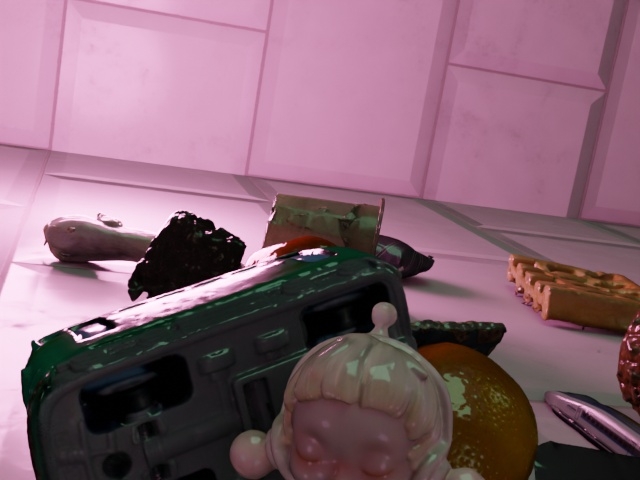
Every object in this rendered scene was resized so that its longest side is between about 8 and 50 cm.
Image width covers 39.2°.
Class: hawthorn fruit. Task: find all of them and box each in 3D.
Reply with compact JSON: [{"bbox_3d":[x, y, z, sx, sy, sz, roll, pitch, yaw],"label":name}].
[{"bbox_3d":[-0.036,0.079,1.364,0.189,0.189,0.189,9,11,-2],"label":"hawthorn fruit"}]

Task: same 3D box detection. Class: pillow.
[{"bbox_3d":[0.081,0.157,1.062,0.255,0.189,0.034,2,44,-25],"label":"pillow"},{"bbox_3d":[0.080,0.022,1.946,0.335,0.092,0.161,12,7,8],"label":"pillow"}]

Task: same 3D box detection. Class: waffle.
[{"bbox_3d":[0.575,0.119,1.921,0.304,0.077,0.348,9,11,-6],"label":"waffle"}]

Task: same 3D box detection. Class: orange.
[{"bbox_3d":[0.139,0.196,0.943,0.179,0.158,0.237,28,13,9],"label":"orange"}]

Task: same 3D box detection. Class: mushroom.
[{"bbox_3d":[-0.371,0.010,1.642,0.278,0.096,0.099,9,41,1],"label":"mushroom"}]

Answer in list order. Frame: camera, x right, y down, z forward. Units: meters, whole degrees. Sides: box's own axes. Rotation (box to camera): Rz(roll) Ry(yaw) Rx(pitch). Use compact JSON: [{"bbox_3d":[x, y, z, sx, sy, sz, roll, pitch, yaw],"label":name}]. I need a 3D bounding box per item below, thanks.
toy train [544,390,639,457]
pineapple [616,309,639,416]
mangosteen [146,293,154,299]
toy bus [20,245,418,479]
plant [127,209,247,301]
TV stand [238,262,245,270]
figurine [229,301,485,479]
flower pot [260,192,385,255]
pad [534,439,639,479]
[{"bbox_3d":[0.374,0.240,1.209,0.055,0.048,0.252,8,11,-20],"label":"toy train"},{"bbox_3d":[0.551,0.216,1.139,0.202,0.202,0.362,4,19,-25],"label":"pineapple"},{"bbox_3d":[-0.204,0.076,1.392,0.140,0.140,0.140,9,11,-2],"label":"mangosteen"},{"bbox_3d":[-0.094,0.127,0.802,0.343,0.183,0.199,-17,16,-23],"label":"toy bus"},{"bbox_3d":[-0.197,0.064,1.258,0.131,0.203,0.142,24,3,-2],"label":"plant"},{"bbox_3d":[-0.140,0.061,1.672,0.040,0.049,0.256,6,11,-24],"label":"TV stand"},{"bbox_3d":[0.036,0.180,0.684,0.144,0.257,0.182,1,12,-46],"label":"figurine"},{"bbox_3d":[0.000,0.000,1.615,0.202,0.212,0.212,16,11,-3],"label":"flower pot"},{"bbox_3d":[0.351,0.285,0.905,0.267,0.004,0.181,11,32,3],"label":"pad"}]
